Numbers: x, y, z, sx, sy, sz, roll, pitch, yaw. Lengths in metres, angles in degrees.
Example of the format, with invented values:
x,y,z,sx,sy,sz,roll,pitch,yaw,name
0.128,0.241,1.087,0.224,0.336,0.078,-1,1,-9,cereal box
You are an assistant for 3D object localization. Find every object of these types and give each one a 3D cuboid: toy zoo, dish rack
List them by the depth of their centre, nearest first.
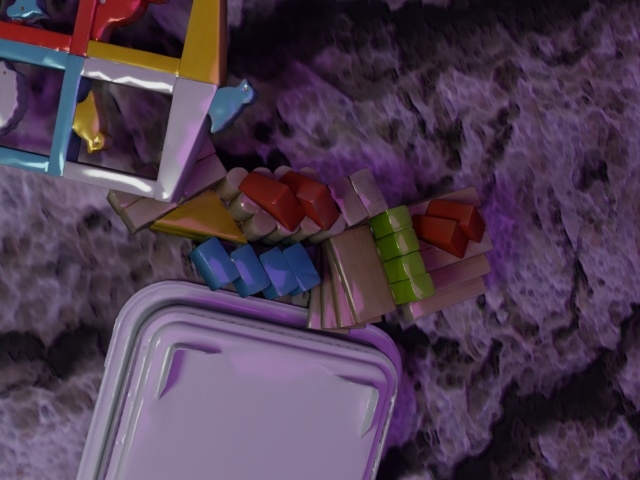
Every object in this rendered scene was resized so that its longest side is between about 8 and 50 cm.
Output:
x,y,z,sx,sy,sz,roll,pitch,yaw,name
-0.191,-0.144,0.715,0.293,0.030,0.192,12,94,6,toy zoo
-0.074,0.223,0.833,0.285,0.072,0.333,14,94,-18,dish rack

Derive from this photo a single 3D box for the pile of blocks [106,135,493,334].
x,y,z,sx,sy,sz,roll,pitch,yaw,name
0.000,0.000,0.786,0.362,0.112,0.149,8,79,-17,pile of blocks
